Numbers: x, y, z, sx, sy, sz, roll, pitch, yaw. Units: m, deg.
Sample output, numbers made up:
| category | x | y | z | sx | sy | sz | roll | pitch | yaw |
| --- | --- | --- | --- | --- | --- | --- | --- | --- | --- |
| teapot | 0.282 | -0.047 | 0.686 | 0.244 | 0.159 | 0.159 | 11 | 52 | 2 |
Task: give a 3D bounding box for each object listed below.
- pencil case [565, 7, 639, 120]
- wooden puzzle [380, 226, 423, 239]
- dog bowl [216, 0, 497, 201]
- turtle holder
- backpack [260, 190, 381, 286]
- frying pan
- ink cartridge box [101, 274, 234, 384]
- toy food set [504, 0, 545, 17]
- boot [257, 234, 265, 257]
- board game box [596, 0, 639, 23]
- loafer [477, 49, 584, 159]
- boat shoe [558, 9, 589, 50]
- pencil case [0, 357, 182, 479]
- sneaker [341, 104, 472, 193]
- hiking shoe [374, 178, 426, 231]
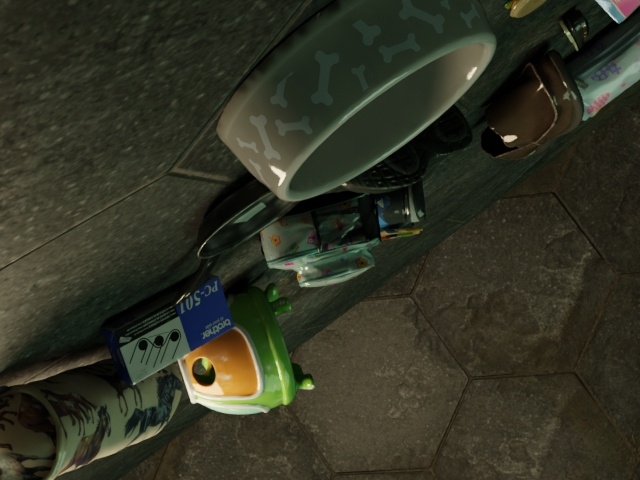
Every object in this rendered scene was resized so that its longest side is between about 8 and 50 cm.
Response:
| category | x | y | z | sx | sy | sz | roll | pitch | yaw |
| --- | --- | --- | --- | --- | --- | --- | --- | --- | --- |
| pencil case | 0.577 | -0.356 | 2.131 | 0.273 | 0.113 | 0.124 | -38 | 143 | 18 |
| wooden puzzle | 0.138 | -0.010 | 2.033 | 0.079 | 0.014 | 0.116 | -3 | 175 | -18 |
| dog bowl | 0.051 | -0.172 | 1.262 | 0.349 | 0.102 | 0.349 | -35 | 170 | -7 |
| turtle holder | -0.163 | 0.206 | 2.112 | 0.228 | 0.243 | 0.320 | -19 | -152 | -9 |
| backpack | 0.000 | 0.000 | 1.729 | 0.189 | 0.144 | 0.166 | -6 | -179 | 5 |
| frying pan | -0.115 | -0.017 | 1.595 | 0.197 | 0.053 | 0.326 | -30 | 171 | -28 |
| ink cartridge box | -0.242 | 0.140 | 1.768 | 0.207 | 0.097 | 0.046 | -29 | -158 | -34 |
| toy food set | 0.294 | -0.339 | 1.516 | 0.083 | 0.020 | 0.083 | -40 | 169 | 28 |
| boot | -0.052 | -0.012 | 1.858 | 0.121 | 0.045 | 0.099 | -29 | 169 | -12 |
| board game box | 0.530 | -0.456 | 1.482 | 0.242 | 0.064 | 0.316 | -42 | 176 | -34 |
| loafer | 0.378 | -0.223 | 2.017 | 0.130 | 0.133 | 0.366 | -22 | 165 | -9 |
| boat shoe | 0.431 | -0.351 | 1.836 | 0.042 | 0.048 | 0.133 | -29 | 168 | 15 |
| pencil case | -0.382 | 0.274 | 1.773 | 0.184 | 0.159 | 0.410 | 9 | -173 | 20 |
| sneaker | 0.117 | -0.126 | 1.723 | 0.286 | 0.109 | 0.130 | -22 | 173 | -42 |
| hiking shoe | 0.111 | -0.073 | 2.035 | 0.132 | 0.113 | 0.304 | -4 | 174 | -3 |
